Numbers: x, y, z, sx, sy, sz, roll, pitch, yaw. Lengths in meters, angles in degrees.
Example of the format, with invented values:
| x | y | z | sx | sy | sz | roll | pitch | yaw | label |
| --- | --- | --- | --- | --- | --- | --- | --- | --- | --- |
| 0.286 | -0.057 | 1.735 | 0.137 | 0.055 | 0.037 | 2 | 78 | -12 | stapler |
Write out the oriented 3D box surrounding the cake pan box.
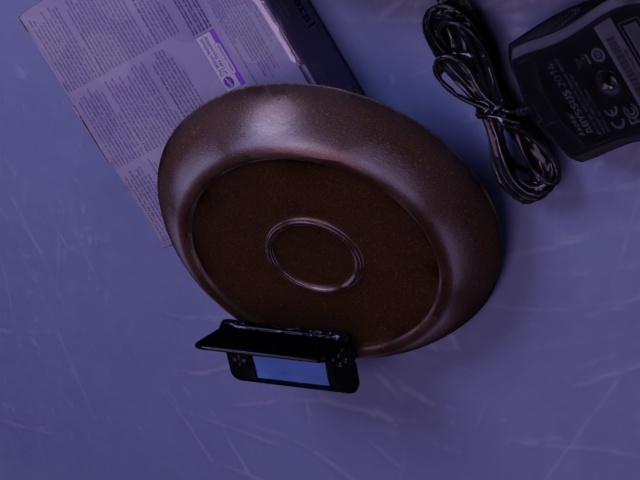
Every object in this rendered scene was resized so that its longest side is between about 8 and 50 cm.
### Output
| x | y | z | sx | sy | sz | roll | pitch | yaw | label |
| --- | --- | --- | --- | --- | --- | --- | --- | --- | --- |
| -0.109 | -0.149 | 1.728 | 0.245 | 0.070 | 0.267 | -26 | 101 | 36 | cake pan box |

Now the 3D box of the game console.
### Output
| x | y | z | sx | sy | sz | roll | pitch | yaw | label |
| --- | --- | --- | --- | --- | --- | --- | --- | --- | --- |
| -0.037 | 0.111 | 1.735 | 0.122 | 0.071 | 0.107 | 6 | 135 | 17 | game console |

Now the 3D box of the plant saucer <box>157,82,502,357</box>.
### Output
| x | y | z | sx | sy | sz | roll | pitch | yaw | label |
| --- | --- | --- | --- | --- | --- | --- | --- | --- | --- |
| 0.000 | 0.000 | 1.698 | 0.310 | 0.050 | 0.311 | 12 | 137 | 11 | plant saucer |

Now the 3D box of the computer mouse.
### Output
| x | y | z | sx | sy | sz | roll | pitch | yaw | label |
| --- | --- | --- | --- | --- | --- | --- | --- | --- | --- |
| 0.219 | -0.139 | 1.544 | 0.272 | 0.072 | 0.188 | -12 | 111 | 48 | computer mouse |
